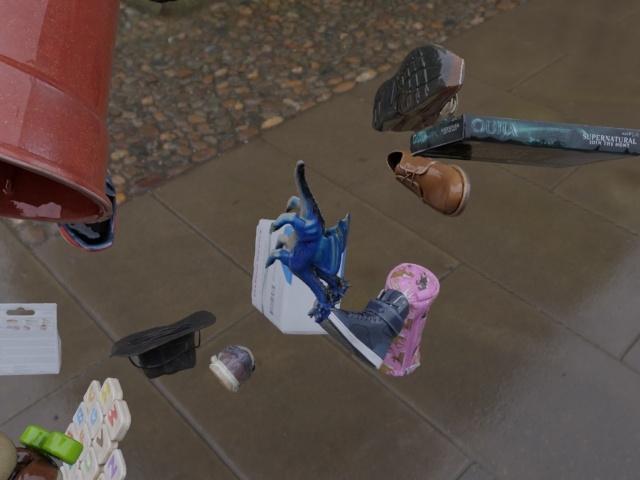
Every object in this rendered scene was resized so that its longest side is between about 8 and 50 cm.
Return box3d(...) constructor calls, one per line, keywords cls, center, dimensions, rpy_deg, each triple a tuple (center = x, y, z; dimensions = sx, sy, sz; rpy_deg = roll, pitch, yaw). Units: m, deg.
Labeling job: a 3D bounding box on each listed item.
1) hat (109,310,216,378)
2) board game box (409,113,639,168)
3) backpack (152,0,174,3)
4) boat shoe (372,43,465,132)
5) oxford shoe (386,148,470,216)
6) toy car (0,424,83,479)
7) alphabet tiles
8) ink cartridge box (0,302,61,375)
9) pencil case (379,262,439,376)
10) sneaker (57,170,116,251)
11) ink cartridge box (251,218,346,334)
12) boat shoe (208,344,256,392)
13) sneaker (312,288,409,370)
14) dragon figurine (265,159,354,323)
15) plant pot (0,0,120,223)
box3d(cls="hat", center=(-0.419, 0.309, 1.652), dimensions=(0.331, 0.134, 0.331), rpy_deg=(-18, 5, 2))
box3d(cls="board game box", center=(0.199, -0.097, 0.596), dimensions=(0.186, 0.026, 0.126), rpy_deg=(3, 1, -14))
box3d(cls="backpack", center=(-0.285, -0.530, 1.072), dimensions=(0.152, 0.182, 0.115), rpy_deg=(-1, 47, -10))
box3d(cls="boat shoe", center=(0.198, -0.274, 1.111), dimensions=(0.120, 0.122, 0.324), rpy_deg=(9, -1, -13))
box3d(cls="oxford shoe", center=(0.152, -0.088, 0.877), dimensions=(0.076, 0.076, 0.212), rpy_deg=(10, 17, -19))
box3d(cls="toy car", center=(-0.446, 0.295, 0.777), dimensions=(0.149, 0.188, 0.155), rpy_deg=(-7, 45, 41))
box3d(cls="alphabet tiles", center=(-0.453, 0.419, 1.160), dimensions=(0.021, 0.284, 0.278), rpy_deg=(21, 14, -38))
box3d(cls="ink cartridge box", center=(-0.644, 0.208, 1.284), dimensions=(0.145, 0.179, 0.045), rpy_deg=(2, 20, -16))
box3d(cls="pencil case", center=(0.256, 0.250, 1.818), dimensions=(0.167, 0.386, 0.160), rpy_deg=(24, 45, 23))
box3d(cls="sneaker", center=(-0.430, -0.138, 1.044), dimensions=(0.131, 0.350, 0.148), rpy_deg=(-23, 28, -26))
box3d(cls="ink cartridge box", center=(-0.077, 0.094, 1.767), dimensions=(0.166, 0.285, 0.395), rpy_deg=(5, 5, -20))
box3d(cls="boat shoe", center=(-0.195, 0.288, 1.365), dimensions=(0.092, 0.285, 0.103), rpy_deg=(-36, 85, -11))
box3d(cls="sneaker", center=(0.091, 0.147, 1.231), dimensions=(0.086, 0.226, 0.163), rpy_deg=(21, 70, 51))
box3d(cls="dragon figurine", center=(0.000, 0.000, 0.928), dimensions=(0.144, 0.289, 0.085), rpy_deg=(19, 35, 5))
box3d(cls="plant pot", center=(-0.281, -0.175, 0.478), dimensions=(0.272, 0.272, 0.265), rpy_deg=(7, 79, 9))
